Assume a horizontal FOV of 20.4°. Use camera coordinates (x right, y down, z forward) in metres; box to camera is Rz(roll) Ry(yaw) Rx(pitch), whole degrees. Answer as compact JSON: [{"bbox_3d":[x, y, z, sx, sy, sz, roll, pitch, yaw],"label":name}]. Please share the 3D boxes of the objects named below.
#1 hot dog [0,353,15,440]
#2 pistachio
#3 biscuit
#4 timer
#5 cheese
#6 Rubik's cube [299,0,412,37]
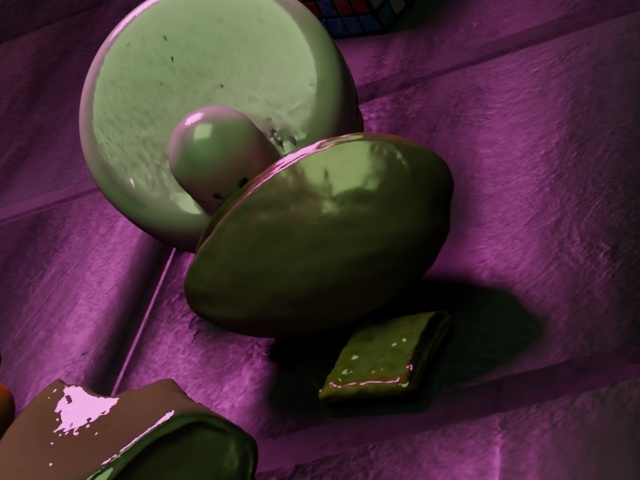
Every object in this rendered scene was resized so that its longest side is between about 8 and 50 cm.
[{"bbox_3d":[-0.293,0.145,1.426,0.090,0.060,0.140,9,45,47],"label":"hot dog"},{"bbox_3d":[0.000,0.000,1.306,0.226,0.136,0.136,-25,27,23],"label":"pistachio"},{"bbox_3d":[0.045,0.082,1.250,0.081,0.018,0.083,-9,33,35],"label":"biscuit"},{"bbox_3d":[-0.087,-0.105,1.456,0.233,0.240,0.234,-4,74,14],"label":"timer"},{"bbox_3d":[-0.152,0.161,1.232,0.175,0.091,0.202,-37,28,-17],"label":"cheese"},{"bbox_3d":[0.034,-0.265,1.764,0.092,0.092,0.092,0,40,44],"label":"Rubik's cube"}]
